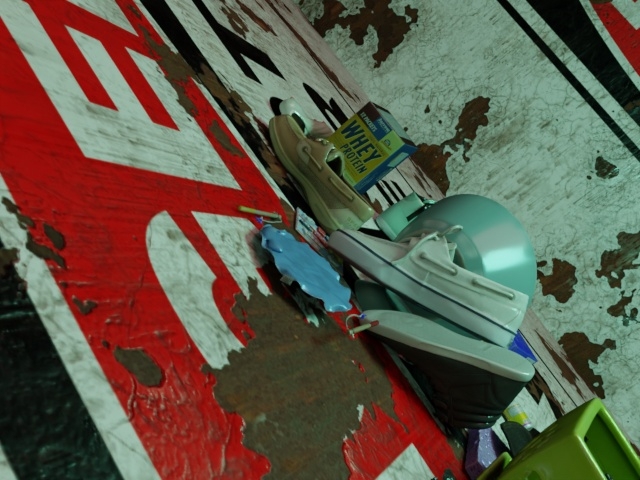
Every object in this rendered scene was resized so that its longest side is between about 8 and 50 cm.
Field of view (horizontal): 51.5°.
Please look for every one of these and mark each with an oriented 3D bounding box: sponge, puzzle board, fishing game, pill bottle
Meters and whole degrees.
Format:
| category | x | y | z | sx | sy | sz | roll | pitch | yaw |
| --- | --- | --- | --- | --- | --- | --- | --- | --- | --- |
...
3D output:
| category | x | y | z | sx | sy | sz | roll | pitch | yaw |
| --- | --- | --- | --- | --- | --- | --- | --- | --- | --- |
| sponge | 0.300 | 0.388 | 1.143 | 0.117 | 0.031 | 0.210 | 52 | 17 | 4 |
| puzzle board | 0.000 | 0.000 | 1.224 | 0.128 | 0.011 | 0.096 | 44 | 17 | -19 |
| fishing game | -0.026 | 0.048 | 1.008 | 0.264 | 0.041 | 0.189 | 47 | 15 | 15 |
| pill bottle | 0.430 | 0.386 | 1.469 | 0.043 | 0.043 | 0.083 | 28 | 27 | -52 |

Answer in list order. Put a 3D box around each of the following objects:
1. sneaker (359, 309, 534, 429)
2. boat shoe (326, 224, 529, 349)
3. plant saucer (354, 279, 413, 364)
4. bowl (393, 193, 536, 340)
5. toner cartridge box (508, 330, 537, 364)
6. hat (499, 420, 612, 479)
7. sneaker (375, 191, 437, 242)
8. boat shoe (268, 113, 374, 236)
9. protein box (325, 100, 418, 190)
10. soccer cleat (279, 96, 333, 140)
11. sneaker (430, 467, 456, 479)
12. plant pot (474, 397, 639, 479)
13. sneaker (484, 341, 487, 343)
| category | x | y | z | sx | sy | sz | roll | pitch | yaw |
| --- | --- | --- | --- | --- | --- | --- | --- | --- | --- |
| sneaker | 0.188 | 0.222 | 1.106 | 0.295 | 0.147 | 0.104 | 20 | 19 | 6 |
| boat shoe | 0.199 | 0.039 | 1.173 | 0.367 | 0.156 | 0.136 | 28 | -5 | 11 |
| plant saucer | 0.140 | 0.142 | 1.243 | 0.195 | 0.037 | 0.195 | 46 | 17 | -18 |
| bowl | 0.256 | 0.064 | 1.340 | 0.163 | 0.311 | 0.311 | -8 | 58 | -49 |
| toner cartridge box | 0.488 | 0.212 | 1.940 | 0.165 | 0.075 | 0.348 | 34 | 23 | -46 |
| hat | 0.449 | 0.448 | 1.166 | 0.331 | 0.134 | 0.331 | 50 | 20 | -26 |
| sneaker | 0.279 | -0.019 | 1.755 | 0.256 | 0.151 | 0.094 | 42 | 17 | -32 |
| boat shoe | 0.003 | -0.151 | 1.380 | 0.121 | 0.110 | 0.341 | 23 | 32 | -58 |
| protein box | 0.115 | -0.225 | 1.674 | 0.136 | 0.200 | 0.201 | 53 | 17 | 8 |
| soccer cleat | -0.034 | -0.280 | 1.660 | 0.196 | 0.068 | 0.076 | 34 | 38 | -42 |
| sneaker | 0.193 | 0.380 | 0.843 | 0.170 | 0.051 | 0.089 | 53 | 21 | 18 |
| plant pot | 0.340 | 0.379 | 0.914 | 0.228 | 0.207 | 0.227 | 2 | 57 | -61 |
| sneaker | 0.325 | 0.124 | 1.568 | 0.146 | 0.134 | 0.343 | 21 | 10 | -19 |
